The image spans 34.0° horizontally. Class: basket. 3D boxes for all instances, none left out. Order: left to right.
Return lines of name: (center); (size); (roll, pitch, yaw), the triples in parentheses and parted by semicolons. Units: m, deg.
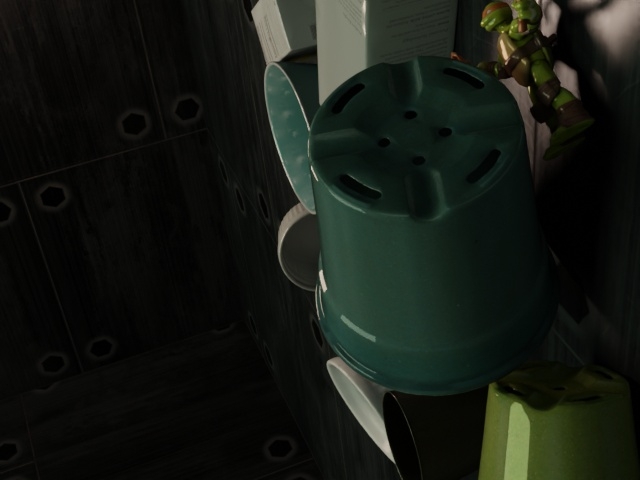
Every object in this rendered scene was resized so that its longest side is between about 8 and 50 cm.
basket: (0.235, 0.299, 1.709); (0.154, 0.227, 0.204); (-127, 24, -56)

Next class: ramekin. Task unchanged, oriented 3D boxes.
ramekin: (0.000, 0.000, 2.361); (0.109, 0.207, 0.207); (-113, 11, -62)
ramekin: (0.147, 0.329, 2.194); (0.277, 0.135, 0.277); (52, 168, 16)

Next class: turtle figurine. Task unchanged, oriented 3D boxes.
turtle figurine: (0.251, -0.209, 1.284); (0.217, 0.087, 0.269); (63, 165, 12)

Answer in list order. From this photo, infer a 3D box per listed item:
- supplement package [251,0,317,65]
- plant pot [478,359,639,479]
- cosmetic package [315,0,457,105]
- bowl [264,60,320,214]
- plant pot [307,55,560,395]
supplement package: (-0.038, -0.432, 2.071); (0.244, 0.139, 0.133); (178, 75, -78)
plant pot: (0.315, 0.304, 1.388); (0.276, 0.276, 0.253); (-148, 53, -70)
cosmetic package: (0.097, -0.313, 1.644); (0.385, 0.156, 0.217); (86, 161, -50)
bowl: (0.017, -0.222, 2.068); (0.311, 0.163, 0.311); (162, 90, -78)
plant pot: (0.133, -0.029, 1.332); (0.334, 0.341, 0.341); (74, 171, -53)
